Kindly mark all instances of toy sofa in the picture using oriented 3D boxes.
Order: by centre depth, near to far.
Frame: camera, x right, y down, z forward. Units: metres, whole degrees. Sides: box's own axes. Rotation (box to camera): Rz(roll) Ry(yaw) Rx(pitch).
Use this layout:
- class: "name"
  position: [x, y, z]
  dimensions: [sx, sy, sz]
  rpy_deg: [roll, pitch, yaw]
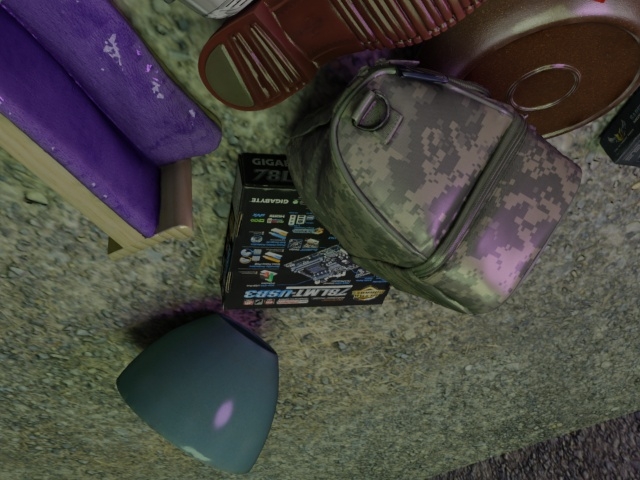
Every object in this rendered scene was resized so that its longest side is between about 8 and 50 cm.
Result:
- class: "toy sofa"
  position: [-0.258, -0.147, 0.653]
  dimensions: [0.177, 0.150, 0.362]
  rpy_deg: [-21, 141, 13]

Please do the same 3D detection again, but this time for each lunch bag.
- class: "lunch bag"
  position: [0.095, -0.071, 0.696]
  dimensions: [0.256, 0.305, 0.212]
  rpy_deg: [32, 86, -13]

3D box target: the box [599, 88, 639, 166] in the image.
- class: "box"
  position: [0.548, -0.202, 0.865]
  dimensions: [0.183, 0.059, 0.233]
  rpy_deg: [4, 138, -18]

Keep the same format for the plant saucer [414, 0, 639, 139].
- class: "plant saucer"
  position: [0.267, -0.201, 0.741]
  dimensions: [0.310, 0.050, 0.310]
  rpy_deg: [-5, 155, -2]

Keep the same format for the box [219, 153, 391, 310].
- class: "box"
  position: [0.000, 0.000, 0.963]
  dimensions: [0.295, 0.073, 0.293]
  rpy_deg: [0, 141, -15]

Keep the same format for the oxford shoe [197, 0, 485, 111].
- class: "oxford shoe"
  position: [0.031, -0.251, 0.586]
  dimensions: [0.348, 0.130, 0.123]
  rpy_deg: [-16, 130, 26]

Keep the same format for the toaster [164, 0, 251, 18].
- class: "toaster"
  position: [-0.084, -0.305, 0.518]
  dimensions: [0.227, 0.129, 0.146]
  rpy_deg: [-34, 137, 22]

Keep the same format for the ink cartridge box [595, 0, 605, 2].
- class: "ink cartridge box"
  position: [0.164, -0.309, 0.545]
  dimensions: [0.224, 0.056, 0.181]
  rpy_deg: [23, 145, 19]

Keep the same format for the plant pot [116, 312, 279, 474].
- class: "plant pot"
  position: [-0.189, 0.248, 1.099]
  dimensions: [0.195, 0.290, 0.290]
  rpy_deg: [-55, 135, -5]
